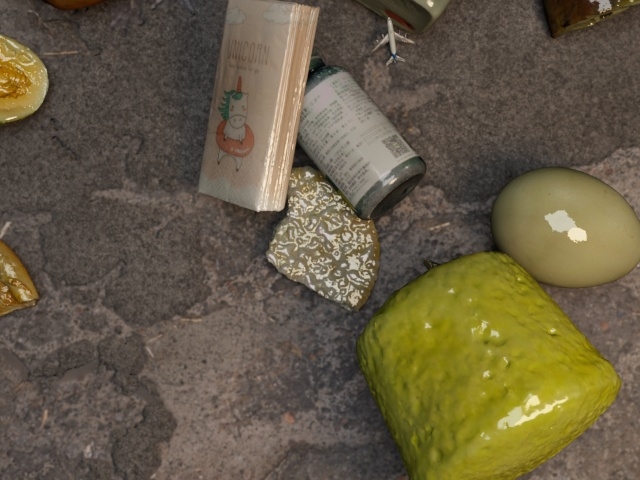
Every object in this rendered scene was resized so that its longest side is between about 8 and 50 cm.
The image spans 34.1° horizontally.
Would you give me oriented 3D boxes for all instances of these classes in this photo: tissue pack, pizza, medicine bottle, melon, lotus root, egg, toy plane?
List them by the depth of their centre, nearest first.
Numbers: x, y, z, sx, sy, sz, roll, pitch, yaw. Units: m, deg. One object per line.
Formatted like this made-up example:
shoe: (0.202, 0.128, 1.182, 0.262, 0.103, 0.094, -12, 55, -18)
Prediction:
tissue pack: (-0.104, -0.220, 1.664, 0.170, 0.071, 0.326, 20, 104, 45)
egg: (0.395, -0.017, 1.666, 0.253, 0.188, 0.189, 16, 83, -9)
medicine bottle: (0.033, -0.183, 1.702, 0.141, 0.141, 0.293, -37, 78, -5)
pizza: (-0.571, 0.061, 1.714, 0.161, 0.062, 0.182, -33, 86, 1)
melon: (-0.524, -0.257, 1.753, 0.128, 0.079, 0.160, 7, 81, -18)
lotus root: (0.486, -0.437, 1.758, 0.234, 0.138, 0.119, -24, 93, -9)
toy plane: (0.122, -0.339, 1.776, 0.077, 0.024, 0.084, -12, 111, -1)

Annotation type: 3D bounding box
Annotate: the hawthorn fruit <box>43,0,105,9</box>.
hawthorn fruit: (-0.411, -0.484, 1.724, 0.248, 0.208, 0.208, -25, 83, 16)

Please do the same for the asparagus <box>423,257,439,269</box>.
asparagus: (0.273, 0.087, 1.734, 0.232, 0.022, 0.023, 27, 48, 4)

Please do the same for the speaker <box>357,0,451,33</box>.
speaker: (0.064, -0.523, 1.716, 0.406, 0.183, 0.184, 32, 81, -4)

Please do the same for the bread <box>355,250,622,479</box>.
bread: (0.233, 0.207, 1.563, 0.348, 0.348, 0.308, -33, 69, -4)

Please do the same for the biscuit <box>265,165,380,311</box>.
biscuit: (0.000, 0.000, 1.736, 0.188, 0.040, 0.266, -20, 82, -3)
